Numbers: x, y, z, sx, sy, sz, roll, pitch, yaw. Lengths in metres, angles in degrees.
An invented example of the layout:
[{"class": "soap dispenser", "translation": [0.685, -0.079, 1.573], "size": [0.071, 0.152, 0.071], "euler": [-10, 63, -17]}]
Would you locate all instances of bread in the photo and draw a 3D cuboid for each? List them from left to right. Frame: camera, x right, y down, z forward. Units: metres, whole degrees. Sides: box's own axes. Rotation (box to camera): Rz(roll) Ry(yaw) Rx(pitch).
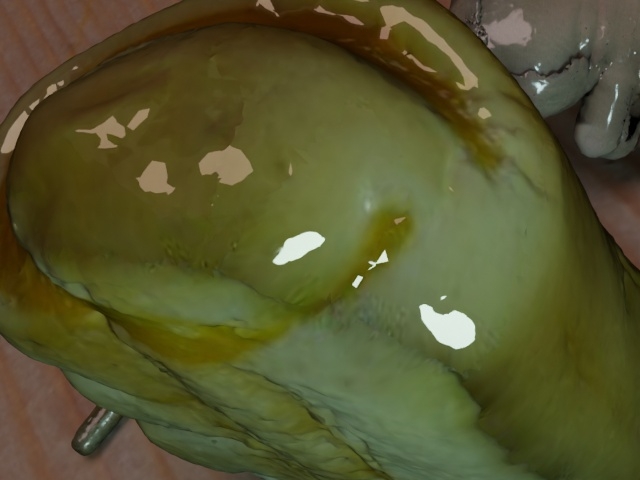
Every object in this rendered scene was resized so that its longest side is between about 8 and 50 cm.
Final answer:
[{"class": "bread", "translation": [0.000, 0.000, 0.643], "size": [0.300, 0.341, 0.210], "euler": [0, 62, 37]}]

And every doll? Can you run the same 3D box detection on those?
[{"class": "doll", "translation": [0.149, -0.113, 0.775], "size": [0.192, 0.095, 0.149], "euler": [8, 51, -4]}]

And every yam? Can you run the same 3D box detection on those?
[{"class": "yam", "translation": [-0.124, 0.093, 0.867], "size": [0.021, 0.021, 0.116], "euler": [23, 68, 41]}]
